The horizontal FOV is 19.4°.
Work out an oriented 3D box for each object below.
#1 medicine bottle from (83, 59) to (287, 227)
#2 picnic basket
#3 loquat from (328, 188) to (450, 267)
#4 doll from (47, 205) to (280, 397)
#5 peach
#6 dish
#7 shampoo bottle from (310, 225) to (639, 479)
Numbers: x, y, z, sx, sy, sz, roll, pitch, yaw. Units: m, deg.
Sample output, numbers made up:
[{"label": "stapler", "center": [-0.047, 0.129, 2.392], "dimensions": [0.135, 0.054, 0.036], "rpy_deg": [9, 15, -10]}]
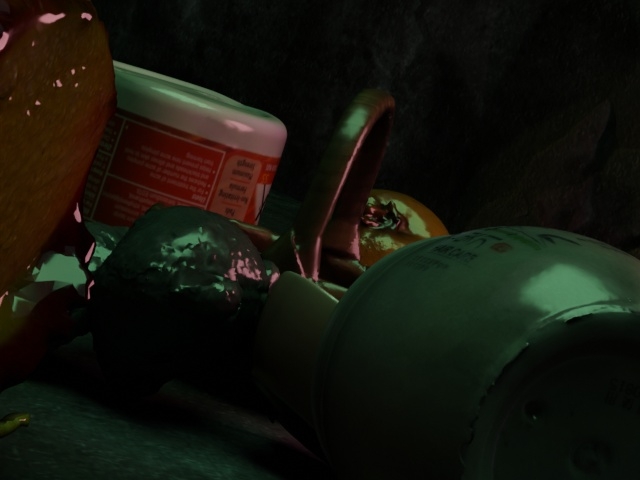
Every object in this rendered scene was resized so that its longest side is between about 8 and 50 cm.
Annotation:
[{"label": "medicine bottle", "center": [-0.188, -0.059, 2.081], "dimensions": [0.252, 0.241, 0.252], "rpy_deg": [20, 6, -2]}, {"label": "picnic basket", "center": [0.000, 0.000, 1.802], "dimensions": [0.337, 0.337, 0.293], "rpy_deg": [20, 6, 7]}, {"label": "loquat", "center": [0.058, 0.042, 2.127], "dimensions": [0.208, 0.208, 0.208], "rpy_deg": [19, 6, -2]}, {"label": "doll", "center": [-0.195, 0.059, 1.610], "dimensions": [0.340, 0.158, 0.246], "rpy_deg": [-8, 8, 20]}, {"label": "peach", "center": [-0.298, -0.039, 1.113], "dimensions": [0.310, 0.335, 0.406], "rpy_deg": [14, 10, 8]}, {"label": "dish", "center": [0.011, 0.128, 1.548], "dimensions": [0.213, 0.090, 0.213], "rpy_deg": [41, -12, 11]}, {"label": "shampoo bottle", "center": [0.139, 0.123, 1.337], "dimensions": [0.273, 0.273, 0.266], "rpy_deg": [17, 4, -24]}]
